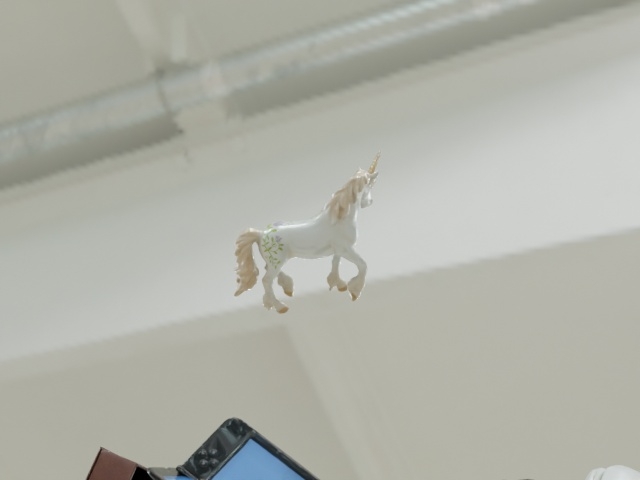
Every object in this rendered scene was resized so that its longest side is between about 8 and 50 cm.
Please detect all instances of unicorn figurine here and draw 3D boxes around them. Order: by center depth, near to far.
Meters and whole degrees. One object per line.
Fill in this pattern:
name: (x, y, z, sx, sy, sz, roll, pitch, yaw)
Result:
unicorn figurine: (0.000, 0.000, 1.511, 0.161, 0.060, 0.111, -17, -65, -19)

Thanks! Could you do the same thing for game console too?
game console: (-0.054, 0.189, 1.298, 0.122, 0.107, 0.071, 36, -30, 17)

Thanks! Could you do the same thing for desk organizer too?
desk organizer: (-0.210, 0.273, 1.655, 0.050, 0.130, 0.047, 15, -14, 36)

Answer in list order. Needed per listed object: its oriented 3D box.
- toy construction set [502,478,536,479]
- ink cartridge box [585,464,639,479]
toy construction set: (0.304, 0.334, 1.679, 0.237, 0.258, 0.309, -4, -30, -13)
ink cartridge box: (0.267, 0.416, 1.371, 0.279, 0.160, 0.385, 23, -66, 10)
